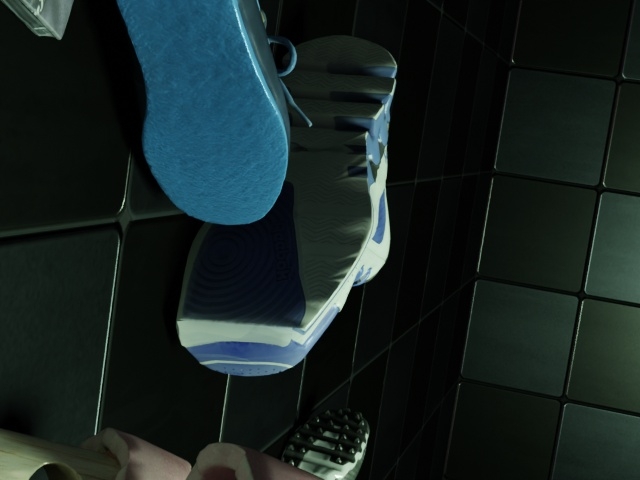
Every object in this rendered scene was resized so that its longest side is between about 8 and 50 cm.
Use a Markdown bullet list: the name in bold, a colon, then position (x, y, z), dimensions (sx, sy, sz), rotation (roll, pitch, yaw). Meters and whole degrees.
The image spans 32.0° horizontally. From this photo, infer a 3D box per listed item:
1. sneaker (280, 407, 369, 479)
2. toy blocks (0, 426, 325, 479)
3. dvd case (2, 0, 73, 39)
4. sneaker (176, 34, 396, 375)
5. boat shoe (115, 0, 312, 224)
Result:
- **sneaker**: position (-0.013, 0.274, 1.158), dimensions (0.234, 0.078, 0.106), rotation (-57, 156, -49)
- **toy blocks**: position (-0.138, 0.207, 0.446), dimensions (0.260, 0.309, 0.289), rotation (19, 78, -31)
- **dvd case**: position (-0.124, -0.224, 0.496), dimensions (0.164, 0.018, 0.221), rotation (52, 49, -71)
- **sneaker**: position (0.000, -0.001, 0.908), dimensions (0.182, 0.127, 0.315), rotation (81, 22, -47)
- **boat shoe**: position (-0.058, -0.113, 0.650), dimensions (0.258, 0.109, 0.089), rotation (91, 1, -52)
